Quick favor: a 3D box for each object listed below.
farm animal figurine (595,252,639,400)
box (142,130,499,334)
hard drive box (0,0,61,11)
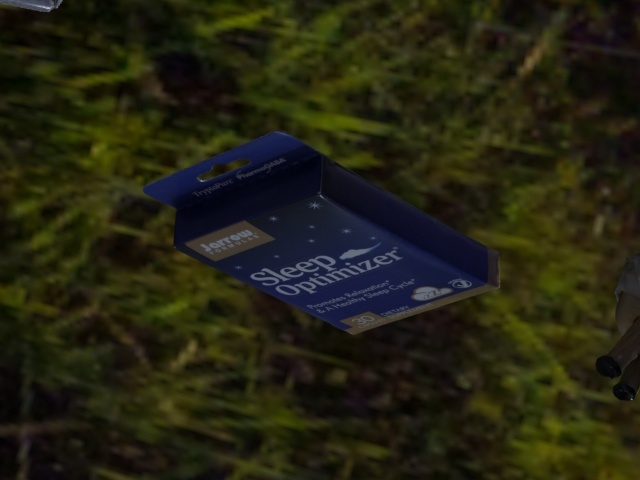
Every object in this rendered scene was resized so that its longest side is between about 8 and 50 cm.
[{"bbox_3d":[0.345,0.135,1.095,0.172,0.327,0.330,-48,129,-27],"label":"farm animal figurine"},{"bbox_3d":[0.000,0.000,1.348,0.225,0.136,0.036,29,54,-40],"label":"box"},{"bbox_3d":[-0.182,-0.137,0.593,0.181,0.232,0.089,-124,-135,-78],"label":"hard drive box"}]
